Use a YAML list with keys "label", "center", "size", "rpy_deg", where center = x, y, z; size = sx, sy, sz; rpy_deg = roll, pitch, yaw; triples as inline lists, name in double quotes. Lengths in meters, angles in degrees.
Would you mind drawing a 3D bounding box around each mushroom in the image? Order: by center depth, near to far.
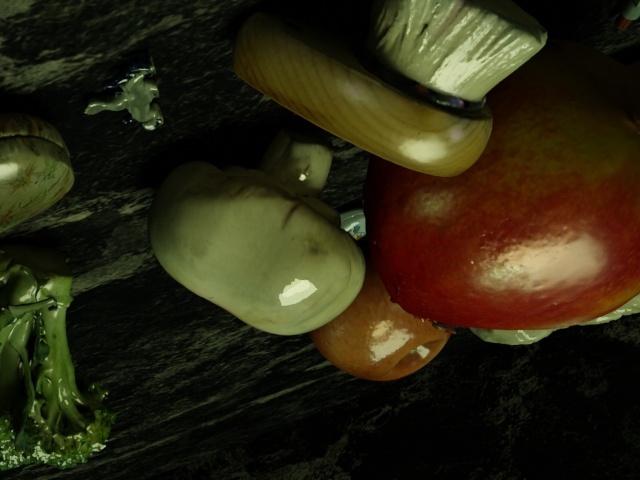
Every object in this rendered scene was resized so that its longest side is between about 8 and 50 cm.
- label: "mushroom"
  center: [-0.062, -0.024, 1.364]
  size: [0.260, 0.254, 0.234]
  rpy_deg: [34, 82, -46]

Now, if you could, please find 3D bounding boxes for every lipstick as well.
- label: "lipstick"
  center: [0.364, -0.276, 1.334]
  size: [0.030, 0.030, 0.129]
  rpy_deg: [-16, 162, -15]

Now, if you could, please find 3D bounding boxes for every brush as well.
- label: "brush"
  center: [0.060, -0.182, 1.103]
  size: [0.266, 0.174, 0.166]
  rpy_deg: [18, 114, -13]

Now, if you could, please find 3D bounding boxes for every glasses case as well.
- label: "glasses case"
  center: [-0.440, -0.010, 1.121]
  size: [0.425, 0.098, 0.156]
  rpy_deg: [-22, 167, 5]
- label: "glasses case"
  center: [0.000, 0.000, 1.727]
  size: [0.178, 0.045, 0.067]
  rpy_deg: [-28, 162, 21]

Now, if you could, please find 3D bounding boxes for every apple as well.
- label: "apple"
  center: [0.106, 0.117, 1.936]
  size: [0.251, 0.206, 0.272]
  rpy_deg: [-27, 160, 9]

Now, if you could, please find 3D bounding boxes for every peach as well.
- label: "peach"
  center: [0.225, -0.050, 1.334]
  size: [0.370, 0.370, 0.370]
  rpy_deg: [-19, 162, -6]

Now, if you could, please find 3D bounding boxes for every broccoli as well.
- label: "broccoli"
  center: [-0.394, 0.144, 1.416]
  size: [0.321, 0.304, 0.283]
  rpy_deg: [4, 120, -57]

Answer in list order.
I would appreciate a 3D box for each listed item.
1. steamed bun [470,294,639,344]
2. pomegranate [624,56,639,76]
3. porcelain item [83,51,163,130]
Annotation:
- label: "steamed bun"
  center: [0.328, -0.012, 1.699]
  size: [0.342, 0.255, 0.367]
  rpy_deg: [-20, -166, -7]
- label: "pomegranate"
  center: [0.455, -0.148, 1.543]
  size: [0.207, 0.207, 0.207]
  rpy_deg: [-19, 162, -6]
- label: "porcelain item"
  center: [-0.195, -0.137, 1.142]
  size: [0.075, 0.021, 0.136]
  rpy_deg: [-18, 162, -10]
